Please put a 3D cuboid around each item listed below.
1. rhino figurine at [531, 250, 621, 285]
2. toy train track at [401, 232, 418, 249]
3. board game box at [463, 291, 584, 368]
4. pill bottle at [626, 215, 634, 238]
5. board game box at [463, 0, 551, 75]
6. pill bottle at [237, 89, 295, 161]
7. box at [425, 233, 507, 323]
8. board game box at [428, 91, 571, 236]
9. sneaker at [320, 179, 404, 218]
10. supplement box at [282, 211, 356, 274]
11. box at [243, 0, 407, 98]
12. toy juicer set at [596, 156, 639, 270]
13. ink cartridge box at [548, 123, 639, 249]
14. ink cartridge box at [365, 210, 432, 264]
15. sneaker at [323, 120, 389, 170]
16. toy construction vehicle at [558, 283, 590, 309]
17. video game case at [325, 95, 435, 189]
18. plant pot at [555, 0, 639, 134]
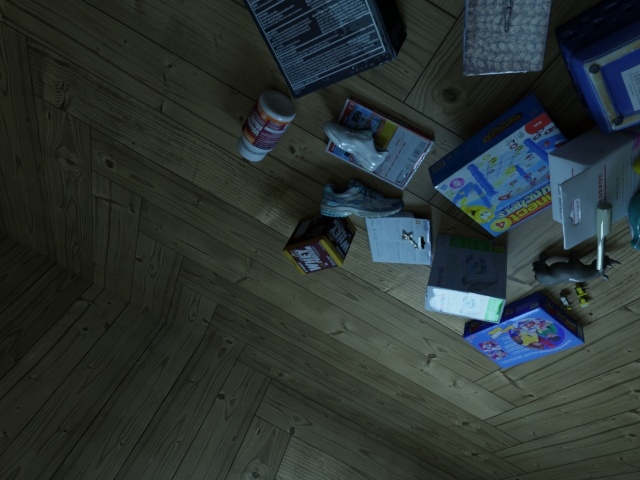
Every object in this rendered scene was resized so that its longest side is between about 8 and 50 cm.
[{"bbox_3d":[0.796,0.090,1.321,0.244,0.106,0.073,-10,127,32],"label":"rhino figurine"},{"bbox_3d":[0.312,0.005,1.468,0.048,0.014,0.083,-28,117,40],"label":"toy train track"},{"bbox_3d":[0.762,0.353,1.609,0.233,0.078,0.347,37,136,-11],"label":"board game box"},{"bbox_3d":[0.864,-0.045,1.070,0.131,0.229,0.131,14,135,14],"label":"pill bottle"},{"bbox_3d":[0.369,-0.496,0.828,0.141,0.290,0.231,5,133,22],"label":"board game box"},{"bbox_3d":[-0.179,-0.359,1.341,0.121,0.121,0.221,36,136,-10],"label":"pill bottle"},{"bbox_3d":[0.480,0.118,1.385,0.231,0.261,0.126,10,134,18],"label":"box"},{"bbox_3d":[0.508,-0.179,1.121,0.302,0.086,0.308,30,131,-30],"label":"board game box"},{"bbox_3d":[0.137,-0.140,1.413,0.284,0.110,0.122,1,105,9],"label":"sneaker"},{"bbox_3d":[0.000,0.000,1.546,0.192,0.194,0.129,-16,123,36],"label":"supplement box"},{"bbox_3d":[0.013,-0.554,1.018,0.297,0.182,0.293,-10,127,30],"label":"box"},{"bbox_3d":[0.736,-0.087,0.930,0.329,0.089,0.209,-45,125,4],"label":"toy juicer set"},{"bbox_3d":[0.669,-0.155,0.994,0.354,0.119,0.207,-29,123,-6],"label":"ink cartridge box"},{"bbox_3d":[0.285,-0.008,1.512,0.224,0.045,0.223,4,133,21],"label":"ink cartridge box"},{"bbox_3d":[0.110,-0.305,1.265,0.212,0.080,0.094,33,125,-18],"label":"sneaker"},{"bbox_3d":[0.869,0.194,1.445,0.086,0.035,0.098,-30,117,30],"label":"toy construction vehicle"},{"bbox_3d":[0.177,-0.295,1.304,0.285,0.025,0.204,27,137,-1],"label":"video game case"},{"bbox_3d":[0.653,-0.372,0.872,0.236,0.212,0.236,-21,119,37],"label":"plant pot"}]
